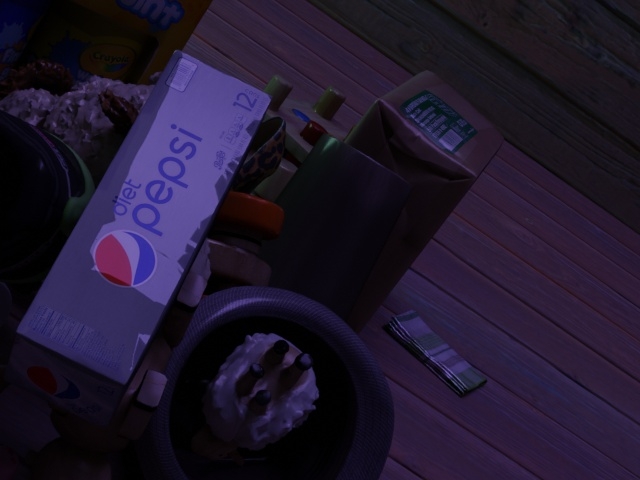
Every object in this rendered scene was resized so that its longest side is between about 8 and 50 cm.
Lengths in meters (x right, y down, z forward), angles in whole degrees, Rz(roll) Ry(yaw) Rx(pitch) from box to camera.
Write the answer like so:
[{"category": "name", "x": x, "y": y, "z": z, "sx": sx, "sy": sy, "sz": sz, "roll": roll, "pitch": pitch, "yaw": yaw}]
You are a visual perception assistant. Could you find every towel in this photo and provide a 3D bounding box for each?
[{"category": "towel", "x": 0.166, "y": 0.156, "z": 2.175, "sx": 0.152, "sy": 0.023, "sz": 0.113, "roll": 41, "pitch": 19, "yaw": 14}]

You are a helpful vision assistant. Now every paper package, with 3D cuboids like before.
[{"category": "paper package", "x": 0.088, "y": -0.055, "z": 2.092, "sx": 0.168, "sy": 0.309, "sz": 0.325, "roll": 38, "pitch": 19, "yaw": 4}]

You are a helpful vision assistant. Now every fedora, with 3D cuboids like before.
[{"category": "fedora", "x": -0.076, "y": 0.164, "z": 1.467, "sx": 0.275, "sy": 0.244, "sz": 0.124, "roll": 29, "pitch": -11, "yaw": -32}]

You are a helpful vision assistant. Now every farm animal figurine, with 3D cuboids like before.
[{"category": "farm animal figurine", "x": -0.211, "y": 0.136, "z": 1.261, "sx": 0.330, "sy": 0.172, "sz": 0.327, "roll": 38, "pitch": 59, "yaw": 4}]

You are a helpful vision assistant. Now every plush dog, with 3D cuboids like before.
[{"category": "plush dog", "x": -0.227, "y": -0.069, "z": 1.426, "sx": 0.210, "sy": 0.225, "sz": 0.263, "roll": 41, "pitch": 51, "yaw": -58}]

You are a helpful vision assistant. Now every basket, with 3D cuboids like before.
[{"category": "basket", "x": 0.000, "y": 0.000, "z": 1.839, "sx": 0.154, "sy": 0.227, "sz": 0.204, "roll": 31, "pitch": 2, "yaw": -24}]

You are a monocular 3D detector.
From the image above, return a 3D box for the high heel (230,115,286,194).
[{"category": "high heel", "x": -0.153, "y": -0.094, "z": 1.936, "sx": 0.093, "sy": 0.186, "sz": 0.261, "roll": 44, "pitch": 19, "yaw": 23}]

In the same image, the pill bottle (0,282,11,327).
[{"category": "pill bottle", "x": -0.371, "y": -0.001, "z": 1.402, "sx": 0.124, "sy": 0.124, "sz": 0.221, "roll": 13, "pitch": 30, "yaw": -51}]

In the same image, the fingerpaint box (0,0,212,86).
[{"category": "fingerpaint box", "x": -0.356, "y": -0.236, "z": 1.540, "sx": 0.444, "sy": 0.371, "sz": 0.163, "roll": 21, "pitch": 17, "yaw": -49}]

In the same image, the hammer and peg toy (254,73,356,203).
[{"category": "hammer and peg toy", "x": -0.017, "y": -0.155, "z": 2.442, "sx": 0.266, "sy": 0.127, "sz": 0.361, "roll": 44, "pitch": 19, "yaw": 23}]

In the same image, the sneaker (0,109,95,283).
[{"category": "sneaker", "x": -0.417, "y": -0.089, "z": 1.226, "sx": 0.482, "sy": 0.185, "sz": 0.202, "roll": 10, "pitch": -8, "yaw": -4}]

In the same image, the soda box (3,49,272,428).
[{"category": "soda box", "x": -0.139, "y": -0.004, "z": 1.197, "sx": 0.091, "sy": 0.098, "sz": 0.286, "roll": 26, "pitch": 59, "yaw": -2}]

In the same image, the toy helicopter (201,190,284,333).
[{"category": "toy helicopter", "x": -0.225, "y": 0.001, "z": 1.595, "sx": 0.355, "sy": 0.140, "sz": 0.235, "roll": 16, "pitch": -10, "yaw": -18}]
